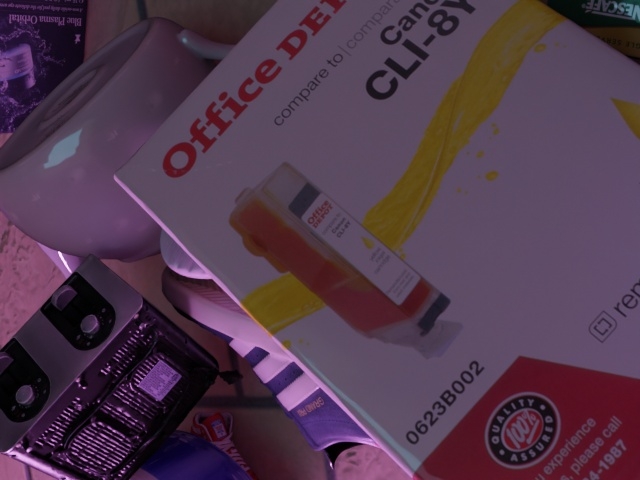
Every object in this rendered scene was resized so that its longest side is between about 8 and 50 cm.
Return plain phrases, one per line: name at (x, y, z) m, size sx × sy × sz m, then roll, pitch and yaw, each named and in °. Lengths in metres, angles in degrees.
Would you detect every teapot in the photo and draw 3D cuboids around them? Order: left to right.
teapot at (-0.164, -0.072, 0.885) m, size 0.187 × 0.252 × 0.256 m, roll 47°, pitch 156°, yaw -24°

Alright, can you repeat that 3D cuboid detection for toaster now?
toaster at (-0.192, 0.124, 0.839) m, size 0.168 × 0.186 × 0.110 m, roll -48°, pitch 55°, yaw -8°

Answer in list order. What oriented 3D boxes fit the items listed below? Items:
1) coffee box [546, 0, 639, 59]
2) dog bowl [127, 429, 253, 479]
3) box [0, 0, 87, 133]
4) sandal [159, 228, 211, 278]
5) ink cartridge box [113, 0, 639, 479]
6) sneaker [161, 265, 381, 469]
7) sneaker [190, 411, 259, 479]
coffee box at (0.225, -0.217, 0.647) m, size 0.113 × 0.040 × 0.184 m, roll 22°, pitch 111°, yaw 33°
dog bowl at (-0.140, 0.329, 0.951) m, size 0.265 × 0.104 × 0.265 m, roll 21°, pitch 123°, yaw 37°
box at (-0.340, -0.200, 1.013) m, size 0.093 × 0.156 × 0.158 m, roll 20°, pitch 110°, yaw 33°
sandal at (-0.001, -0.010, 0.812) m, size 0.265 × 0.076 × 0.102 m, roll -5°, pitch 69°, yaw 7°
ink cartridge box at (0.093, -0.005, 0.638) m, size 0.279 × 0.160 × 0.384 m, roll -47°, pitch 65°, yaw -3°
sneaker at (-0.013, 0.111, 0.840) m, size 0.350 × 0.131 × 0.148 m, roll 22°, pitch 125°, yaw 40°
sneaker at (-0.094, 0.220, 0.969) m, size 0.118 × 0.042 × 0.067 m, roll 27°, pitch 117°, yaw 34°
